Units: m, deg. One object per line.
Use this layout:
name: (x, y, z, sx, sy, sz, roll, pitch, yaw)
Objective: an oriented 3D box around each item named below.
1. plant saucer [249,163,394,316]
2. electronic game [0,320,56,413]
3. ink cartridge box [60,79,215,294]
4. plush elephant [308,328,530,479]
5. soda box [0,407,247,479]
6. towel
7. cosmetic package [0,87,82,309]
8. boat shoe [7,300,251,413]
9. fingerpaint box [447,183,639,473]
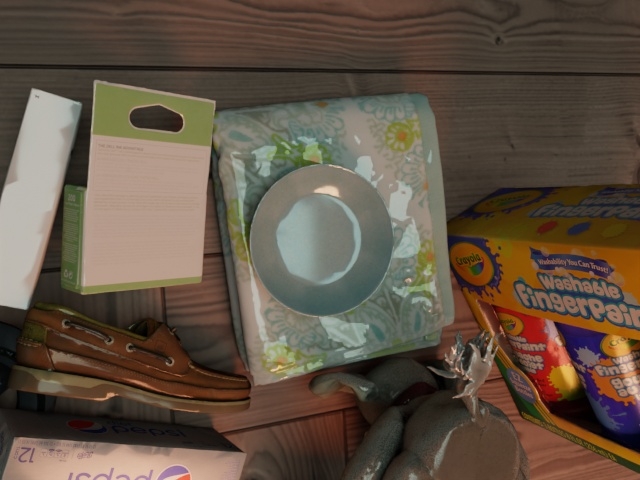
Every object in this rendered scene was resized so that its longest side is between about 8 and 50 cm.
plant saucer: (0.000, 0.000, 0.831, 0.195, 0.037, 0.194, -1, 92, -20)
electronic game: (-0.410, 0.194, 0.722, 0.229, 0.048, 0.229, -20, 120, -39)
ink cartridge box: (-0.214, -0.059, 0.774, 0.171, 0.056, 0.235, -2, 99, -49)
plush elephant: (0.126, 0.264, 0.869, 0.272, 0.255, 0.329, 5, 91, -20)
soda box: (-0.240, 0.270, 0.773, 0.286, 0.098, 0.091, 18, 86, -36)
towel: (0.024, -0.008, 0.903, 0.321, 0.090, 0.374, -10, 96, -22)
cosmetic package: (-0.335, -0.047, 0.750, 0.061, 0.099, 0.239, 15, 88, -22)
boat shoe: (-0.205, 0.145, 0.786, 0.307, 0.111, 0.104, 20, 73, -40)
fingerpaint box: (0.393, 0.119, 0.866, 0.163, 0.445, 0.371, -31, 104, -17)
